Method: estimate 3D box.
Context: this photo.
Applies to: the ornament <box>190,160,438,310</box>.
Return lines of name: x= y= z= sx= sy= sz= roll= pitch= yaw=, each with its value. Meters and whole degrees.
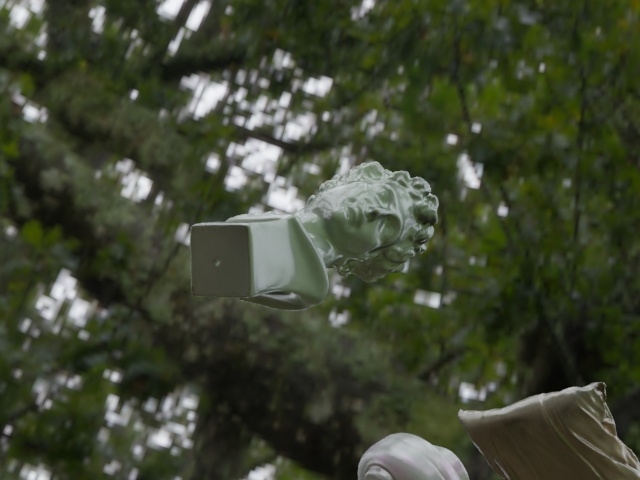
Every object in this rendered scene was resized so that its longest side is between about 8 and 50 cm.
ornament: x=-0.012 y=0.004 z=1.755 sx=0.130 sy=0.285 sz=0.120 roll=10 pitch=-67 yaw=49

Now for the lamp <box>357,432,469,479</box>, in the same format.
lamp: x=0.088 y=0.297 z=1.602 sx=0.179 sy=0.108 sz=0.246 roll=4 pitch=-68 yaw=51

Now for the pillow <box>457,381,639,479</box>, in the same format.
pillow: x=0.285 y=0.258 z=1.872 sx=0.173 sy=0.067 sz=0.270 roll=-26 pitch=-71 yaw=33
